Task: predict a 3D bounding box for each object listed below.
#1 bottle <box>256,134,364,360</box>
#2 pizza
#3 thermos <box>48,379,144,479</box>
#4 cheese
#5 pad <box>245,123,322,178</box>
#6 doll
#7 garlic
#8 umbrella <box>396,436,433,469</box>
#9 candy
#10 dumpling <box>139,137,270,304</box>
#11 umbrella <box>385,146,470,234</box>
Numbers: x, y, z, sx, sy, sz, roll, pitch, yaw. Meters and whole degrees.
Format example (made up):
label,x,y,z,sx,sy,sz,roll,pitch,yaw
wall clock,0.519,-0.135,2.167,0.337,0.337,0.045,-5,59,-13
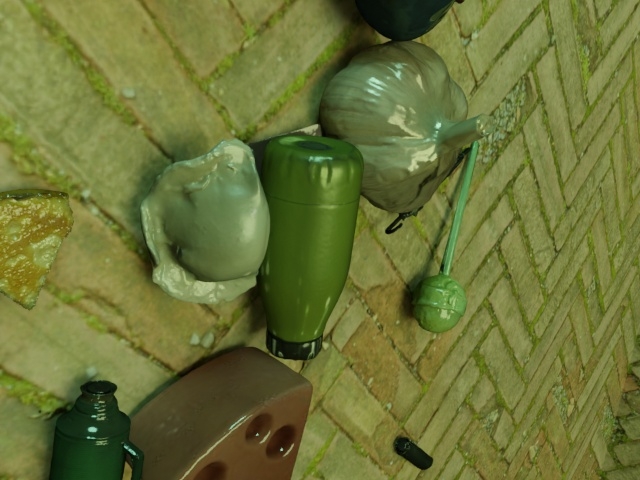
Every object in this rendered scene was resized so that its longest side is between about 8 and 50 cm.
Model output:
label,x,y,z,sx,sy,sz,roll,pitch,yaw
bottle,-0.020,0.016,0.669,0.112,0.112,0.260,-15,121,-43
pizza,-0.264,0.012,0.490,0.123,0.026,0.109,-23,123,-43
thermos,-0.228,0.233,0.568,0.073,0.083,0.188,3,101,-44
cheese,-0.130,0.233,0.649,0.177,0.128,0.203,5,105,-45
pad,-0.035,-0.038,0.708,0.113,0.006,0.188,-21,120,-24
doll,0.122,-0.359,0.656,0.154,0.228,0.258,8,85,-4
garlic,0.122,-0.132,0.711,0.218,0.212,0.219,-13,111,-37
umbrella,0.176,0.404,1.097,0.036,0.031,0.133,-57,136,-17
candy,0.224,-0.010,0.980,0.092,0.093,0.335,118,-14,-83
dumpling,-0.116,-0.015,0.589,0.127,0.108,0.188,-3,124,-17
umbrella,0.166,-0.084,0.914,0.269,0.044,0.044,-44,106,-39
